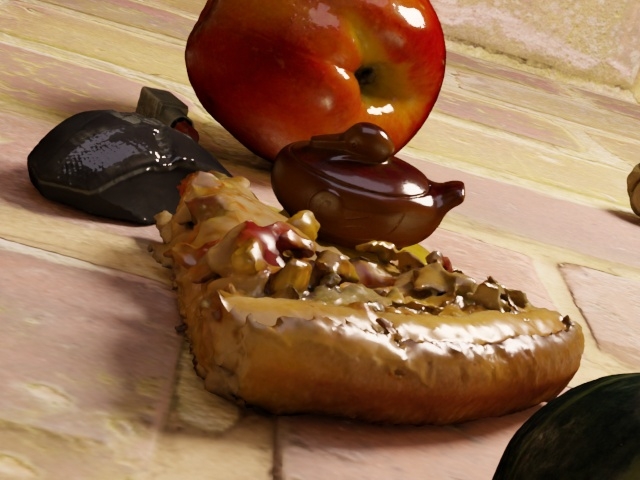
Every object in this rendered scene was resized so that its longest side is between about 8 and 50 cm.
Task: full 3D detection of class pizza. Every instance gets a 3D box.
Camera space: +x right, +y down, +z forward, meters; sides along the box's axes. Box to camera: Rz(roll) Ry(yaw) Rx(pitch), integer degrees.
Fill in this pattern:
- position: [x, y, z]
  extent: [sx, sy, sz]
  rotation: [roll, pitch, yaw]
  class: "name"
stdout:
- position: [0.028, 0.031, 0.788]
  extent: [0.251, 0.074, 0.287]
  rotation: [14, 16, -20]
  class: "pizza"

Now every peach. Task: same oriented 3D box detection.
- position: [-0.010, -0.161, 1.208]
  extent: [0.244, 0.199, 0.243]
  rotation: [1, 20, 0]
  class: "peach"

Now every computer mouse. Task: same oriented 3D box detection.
- position: [-0.130, -0.059, 0.961]
  extent: [0.106, 0.062, 0.192]
  rotation: [24, 18, 27]
  class: "computer mouse"

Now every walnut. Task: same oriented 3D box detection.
- position: [0.378, -0.053, 1.467]
  extent: [0.092, 0.092, 0.092]
  rotation: [15, 14, -4]
  class: "walnut"

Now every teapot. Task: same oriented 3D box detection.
- position: [0.032, -0.040, 0.904]
  extent: [0.129, 0.078, 0.098]
  rotation: [16, 24, 0]
  class: "teapot"

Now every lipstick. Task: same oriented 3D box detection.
- position: [-0.131, -0.106, 1.197]
  extent: [0.030, 0.030, 0.129]
  rotation: [9, 16, -27]
  class: "lipstick"

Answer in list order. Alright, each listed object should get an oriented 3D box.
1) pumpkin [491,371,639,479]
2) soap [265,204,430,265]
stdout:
- position: [0.136, 0.115, 0.474]
  extent: [0.167, 0.125, 0.167]
  rotation: [39, 9, -7]
  class: "pumpkin"
- position: [0.000, 0.000, 0.940]
  extent: [0.169, 0.033, 0.089]
  rotation: [15, 14, 0]
  class: "soap"
